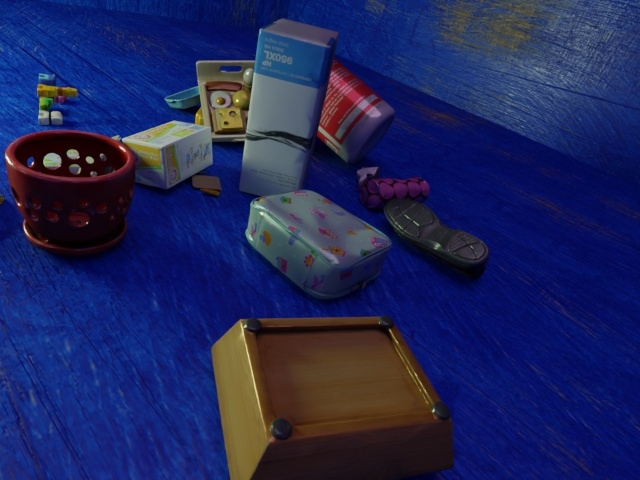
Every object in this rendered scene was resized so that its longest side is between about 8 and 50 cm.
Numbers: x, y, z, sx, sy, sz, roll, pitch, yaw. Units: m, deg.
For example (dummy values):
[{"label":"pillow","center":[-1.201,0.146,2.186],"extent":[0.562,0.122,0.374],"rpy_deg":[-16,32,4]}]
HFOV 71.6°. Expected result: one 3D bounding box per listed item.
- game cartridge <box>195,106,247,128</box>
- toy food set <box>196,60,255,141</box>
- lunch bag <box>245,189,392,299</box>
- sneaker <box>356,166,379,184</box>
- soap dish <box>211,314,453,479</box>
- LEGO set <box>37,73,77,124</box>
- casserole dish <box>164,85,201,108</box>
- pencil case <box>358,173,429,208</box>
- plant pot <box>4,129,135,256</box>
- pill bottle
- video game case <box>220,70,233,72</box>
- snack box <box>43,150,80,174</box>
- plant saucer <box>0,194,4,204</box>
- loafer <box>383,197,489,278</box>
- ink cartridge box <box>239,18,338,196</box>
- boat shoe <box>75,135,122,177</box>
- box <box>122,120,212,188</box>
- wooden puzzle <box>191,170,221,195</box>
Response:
[{"label":"game cartridge","center":[-0.250,-0.418,1.541],"extent":[0.323,0.053,0.285],"rpy_deg":[9,32,-7]},{"label":"toy food set","center":[-0.261,-0.440,1.392],"extent":[0.219,0.092,0.306],"rpy_deg":[-7,65,-16]},{"label":"lunch bag","center":[0.000,0.000,0.931],"extent":[0.279,0.108,0.224],"rpy_deg":[37,33,28]},{"label":"sneaker","center":[0.137,-0.191,1.367],"extent":[0.061,0.054,0.152],"rpy_deg":[10,25,18]},{"label":"soap dish","center":[0.015,0.206,0.599],"extent":[0.290,0.118,0.229],"rpy_deg":[3,33,-23]},{"label":"LEGO set","center":[-0.731,-0.402,1.240],"extent":[0.093,0.087,0.227],"rpy_deg":[-3,37,-28]},{"label":"casserole dish","center":[-0.442,-0.492,1.526],"extent":[0.114,0.037,0.188],"rpy_deg":[17,41,35]},{"label":"pencil case","center":[0.213,-0.144,1.287],"extent":[0.209,0.095,0.098],"rpy_deg":[-4,21,-35]},{"label":"plant pot","center":[-0.431,-0.077,0.780],"extent":[0.191,0.174,0.191],"rpy_deg":[13,30,-8]},{"label":"pill bottle","center":[0.026,-0.463,1.465],"extent":[0.407,0.229,0.229],"rpy_deg":[43,36,6]},{"label":"video game case","center":[-0.279,-0.667,1.856],"extent":[0.206,0.026,0.227],"rpy_deg":[14,14,19]},{"label":"snack box","center":[-0.551,-0.177,1.014],"extent":[0.141,0.037,0.100],"rpy_deg":[-7,41,-35]},{"label":"plant saucer","center":[-0.680,-0.058,0.755],"extent":[0.188,0.045,0.188],"rpy_deg":[6,33,-17]},{"label":"loafer","center":[0.277,-0.002,1.111],"extent":[0.109,0.095,0.302],"rpy_deg":[-38,50,-19]},{"label":"ink cartridge box","center":[-0.081,-0.335,1.153],"extent":[0.166,0.395,0.285],"rpy_deg":[13,31,-2]},{"label":"boat shoe","center":[-0.474,-0.154,0.967],"extent":[0.075,0.065,0.206],"rpy_deg":[-16,41,14]},{"label":"box","center":[-0.365,-0.214,1.083],"extent":[0.114,0.103,0.203],"rpy_deg":[12,29,14]},{"label":"wooden puzzle","center":[-0.287,-0.144,1.115],"extent":[0.078,0.014,0.116],"rpy_deg":[11,31,-18]}]
